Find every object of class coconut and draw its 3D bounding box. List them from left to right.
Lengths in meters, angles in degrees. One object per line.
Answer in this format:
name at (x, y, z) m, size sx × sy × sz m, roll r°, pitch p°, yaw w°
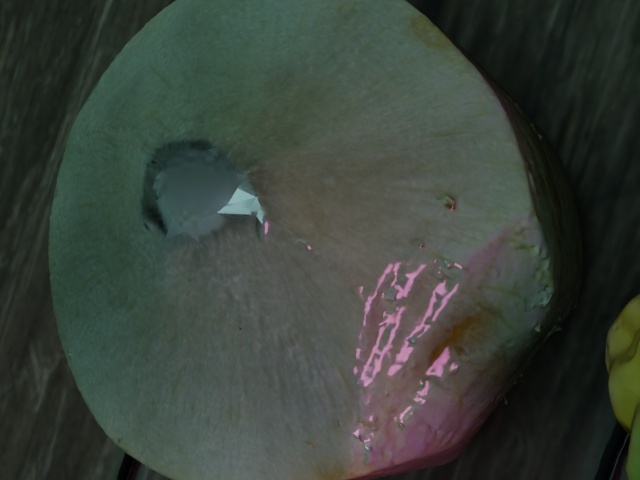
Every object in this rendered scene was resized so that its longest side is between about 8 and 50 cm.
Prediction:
coconut at (-0.003, 0.002, 0.544) m, size 0.241 × 0.241 × 0.241 m, roll -2°, pitch 86°, yaw 26°

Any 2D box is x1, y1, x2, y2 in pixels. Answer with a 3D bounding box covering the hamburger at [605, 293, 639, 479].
hamburger at (0.214, 0.067, 0.454) m, size 0.237 × 0.237 × 0.149 m, roll -58°, pitch 26°, yaw 11°
